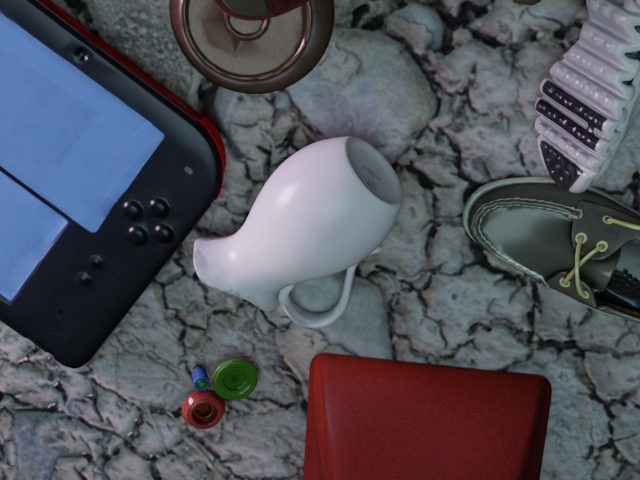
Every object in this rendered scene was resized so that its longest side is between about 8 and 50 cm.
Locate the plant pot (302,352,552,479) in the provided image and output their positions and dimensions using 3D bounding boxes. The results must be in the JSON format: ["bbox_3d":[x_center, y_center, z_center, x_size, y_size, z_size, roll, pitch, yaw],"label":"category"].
[{"bbox_3d":[0.100,0.299,1.274,0.267,0.236,0.267,6,111,6],"label":"plant pot"}]

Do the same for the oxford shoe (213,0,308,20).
[{"bbox_3d":[0.044,-0.333,1.096,0.348,0.130,0.123,-23,143,8],"label":"oxford shoe"}]

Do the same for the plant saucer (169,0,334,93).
[{"bbox_3d":[-0.071,-0.225,1.208,0.168,0.029,0.168,2,110,6],"label":"plant saucer"}]

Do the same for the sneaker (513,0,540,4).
[{"bbox_3d":[0.240,-0.305,1.117,0.086,0.064,0.192,15,109,7],"label":"sneaker"}]

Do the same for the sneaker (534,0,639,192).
[{"bbox_3d":[0.291,-0.172,1.145,0.118,0.110,0.292,-8,129,-30],"label":"sneaker"}]

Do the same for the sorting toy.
[{"bbox_3d":[-0.119,0.162,1.359,0.061,0.042,0.102,40,99,-25],"label":"sorting toy"}]

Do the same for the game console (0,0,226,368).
[{"bbox_3d":[-0.325,-0.083,1.278,0.386,0.060,0.342,37,110,-7],"label":"game console"}]

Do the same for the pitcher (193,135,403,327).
[{"bbox_3d":[0.000,0.000,1.246,0.177,0.125,0.207,35,123,-28],"label":"pitcher"}]

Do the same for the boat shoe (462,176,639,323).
[{"bbox_3d":[0.291,0.018,1.219,0.305,0.091,0.109,18,112,0],"label":"boat shoe"}]
